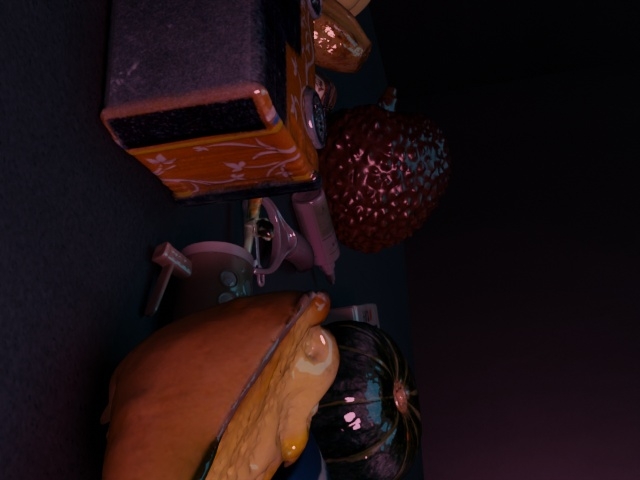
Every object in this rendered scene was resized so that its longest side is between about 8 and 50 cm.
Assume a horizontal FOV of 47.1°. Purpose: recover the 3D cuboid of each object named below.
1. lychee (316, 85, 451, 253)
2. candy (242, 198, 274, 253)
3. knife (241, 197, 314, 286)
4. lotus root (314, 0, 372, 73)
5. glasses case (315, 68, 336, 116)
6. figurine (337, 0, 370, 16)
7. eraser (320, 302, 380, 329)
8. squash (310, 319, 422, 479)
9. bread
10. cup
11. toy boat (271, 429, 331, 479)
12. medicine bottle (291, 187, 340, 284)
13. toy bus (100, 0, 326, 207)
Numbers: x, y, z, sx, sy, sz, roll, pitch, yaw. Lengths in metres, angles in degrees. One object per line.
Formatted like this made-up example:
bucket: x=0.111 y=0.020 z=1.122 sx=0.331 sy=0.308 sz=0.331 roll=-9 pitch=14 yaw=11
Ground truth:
lychee: x=0.096 y=-0.127 z=1.327 sx=0.276 sy=0.276 sz=0.304 roll=-9 pitch=107 yaw=-79
candy: x=-0.084 y=-0.019 z=0.868 sx=0.084 sy=0.078 sz=0.287 roll=35 pitch=54 yaw=-44
knife: x=-0.045 y=0.020 z=1.048 sx=0.278 sy=0.053 sz=0.123 roll=37 pitch=52 yaw=-73
lotus root: x=-0.049 y=-0.289 z=0.911 sx=0.258 sy=0.097 sz=0.110 roll=34 pitch=41 yaw=-15
glasses case: x=-0.046 y=-0.194 z=0.939 sx=0.321 sy=0.122 sz=0.082 roll=-65 pitch=-179 yaw=-80
figurine: x=-0.029 y=-0.379 z=1.053 sx=0.262 sy=0.180 sz=0.153 roll=23 pitch=-54 yaw=53
eraser: x=0.057 y=0.182 z=1.361 sx=0.279 sy=0.081 sz=0.124 roll=18 pitch=64 yaw=-77
squash: x=0.046 y=0.239 z=1.054 sx=0.252 sy=0.165 sz=0.252 roll=44 pitch=39 yaw=-50
bread: x=-0.090 y=0.135 z=0.535 sx=0.251 sy=0.133 sz=0.174 roll=-56 pitch=152 yaw=-39
cup: x=-0.103 y=0.054 z=0.664 sx=0.102 sy=0.074 sz=0.099 roll=64 pitch=22 yaw=-58
toy boat: x=-0.041 y=0.227 z=0.706 sx=0.299 sy=0.096 sz=0.061 roll=-168 pitch=-118 yaw=-85
medicine bottle: x=0.000 y=0.000 z=1.258 sx=0.057 sy=0.058 sz=0.199 roll=-83 pitch=162 yaw=-52
toy bus: x=-0.092 y=-0.214 z=0.688 sx=0.194 sy=0.162 sz=0.323 roll=48 pitch=38 yaw=-66
